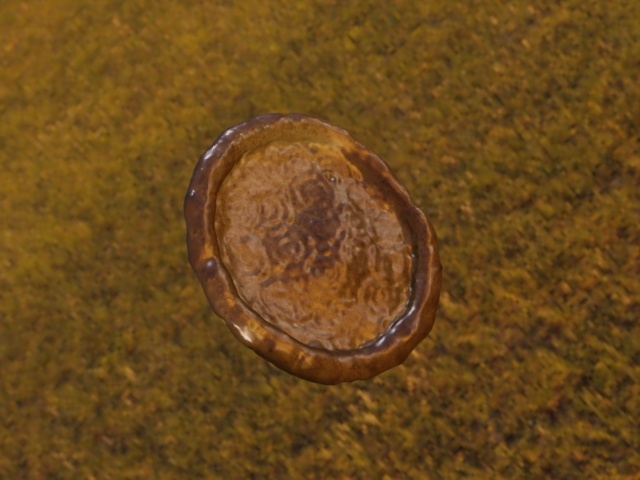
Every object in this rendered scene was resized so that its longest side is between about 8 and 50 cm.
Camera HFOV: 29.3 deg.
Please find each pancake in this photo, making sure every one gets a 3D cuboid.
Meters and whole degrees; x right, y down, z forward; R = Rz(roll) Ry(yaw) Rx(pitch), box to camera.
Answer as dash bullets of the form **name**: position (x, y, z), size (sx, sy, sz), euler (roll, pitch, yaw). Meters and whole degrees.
- **pancake**: position (-0.001, 0.001, 0.791), size (0.021, 0.199, 0.199), euler (-45, 18, 49)
